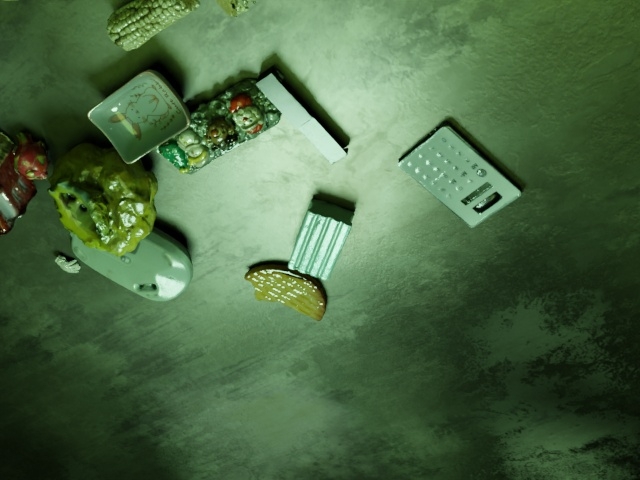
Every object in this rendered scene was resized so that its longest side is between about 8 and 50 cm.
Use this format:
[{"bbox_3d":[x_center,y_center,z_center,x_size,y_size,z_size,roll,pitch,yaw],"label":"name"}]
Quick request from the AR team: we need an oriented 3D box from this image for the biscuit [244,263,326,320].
[{"bbox_3d":[-0.081,0.138,2.170,0.176,0.031,0.228,-20,125,26],"label":"biscuit"}]

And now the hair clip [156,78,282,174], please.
[{"bbox_3d":[-0.241,-0.238,1.838,0.321,0.091,0.138,-26,118,27],"label":"hair clip"}]

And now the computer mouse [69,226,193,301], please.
[{"bbox_3d":[-0.480,0.030,2.111,0.331,0.095,0.197,30,115,-4],"label":"computer mouse"}]

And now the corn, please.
[{"bbox_3d":[-0.342,-0.458,1.673,0.211,0.087,0.087,-21,123,26],"label":"corn"}]

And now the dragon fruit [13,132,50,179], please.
[{"bbox_3d":[-0.689,-0.201,1.963,0.086,0.081,0.116,-1,101,17],"label":"dragon fruit"}]

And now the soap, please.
[{"bbox_3d":[0.000,0.000,2.014,0.114,0.063,0.198,20,131,-4],"label":"soap"}]

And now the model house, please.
[{"bbox_3d":[-0.819,-0.157,1.948,0.160,0.196,0.254,-5,128,17],"label":"model house"}]

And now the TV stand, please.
[{"bbox_3d":[-0.037,-0.271,1.805,0.049,0.040,0.256,-30,119,29],"label":"TV stand"}]

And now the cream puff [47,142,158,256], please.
[{"bbox_3d":[-0.515,-0.090,1.928,0.282,0.185,0.282,2,112,5],"label":"cream puff"}]

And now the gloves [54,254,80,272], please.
[{"bbox_3d":[-0.686,0.062,2.218,0.081,0.037,0.044,23,166,-16],"label":"gloves"}]

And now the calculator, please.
[{"bbox_3d":[0.316,-0.141,1.864,0.262,0.021,0.161,37,127,-20],"label":"calculator"}]

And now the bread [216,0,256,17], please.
[{"bbox_3d":[-0.187,-0.506,1.530,0.039,0.251,0.182,-37,104,-9],"label":"bread"}]

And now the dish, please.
[{"bbox_3d":[-0.389,-0.283,1.827,0.212,0.077,0.151,-27,112,29],"label":"dish"}]
